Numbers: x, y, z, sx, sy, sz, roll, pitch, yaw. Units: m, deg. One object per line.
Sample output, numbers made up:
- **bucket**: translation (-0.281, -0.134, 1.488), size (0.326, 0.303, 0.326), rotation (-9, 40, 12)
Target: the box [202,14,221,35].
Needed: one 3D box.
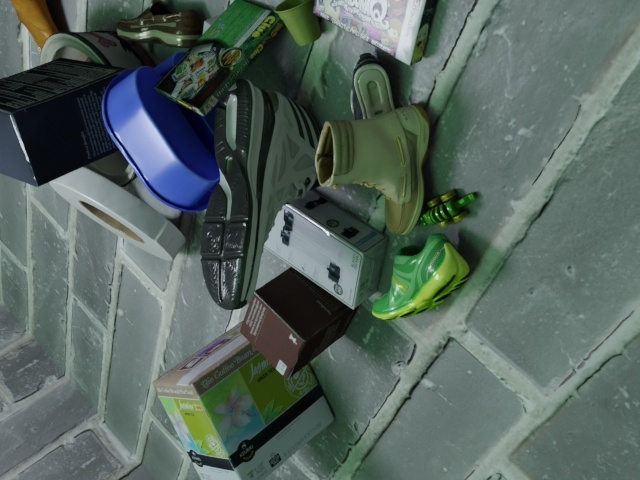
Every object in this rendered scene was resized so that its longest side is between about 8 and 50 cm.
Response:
- **box**: translation (-0.237, -0.347, 1.710), size (0.067, 0.063, 0.324), rotation (41, 139, 18)

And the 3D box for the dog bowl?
- **dog bowl**: translation (-0.538, -0.350, 1.965), size (0.407, 0.150, 0.408), rotation (27, 133, 33)

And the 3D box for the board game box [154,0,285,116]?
- **board game box**: translation (-0.196, -0.365, 1.510), size (0.136, 0.260, 0.030), rotation (29, 163, 33)

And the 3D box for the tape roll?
- **tape roll**: translation (-0.544, -0.075, 2.071), size (0.391, 0.072, 0.392), rotation (29, 166, 8)

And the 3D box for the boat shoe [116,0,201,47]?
- **boat shoe**: translation (-0.363, -0.496, 1.734), size (0.257, 0.095, 0.095), rotation (16, 113, 33)

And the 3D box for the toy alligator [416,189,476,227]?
- **toy alligator**: translation (0.214, -0.048, 1.445), size (0.189, 0.051, 0.056), rotation (-25, 96, 52)

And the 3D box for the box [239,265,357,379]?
- **box**: translation (-0.045, 0.170, 1.756), size (0.167, 0.203, 0.168), rotation (43, 140, 17)

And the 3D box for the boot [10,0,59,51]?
- **boot**: translation (-0.738, -0.597, 2.022), size (0.295, 0.104, 0.211), rotation (21, 143, 62)

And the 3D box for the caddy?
- **caddy**: translation (-0.306, -0.228, 1.630), size (0.179, 0.241, 0.341), rotation (-28, 97, 44)

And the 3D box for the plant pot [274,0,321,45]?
- **plant pot**: translation (-0.035, -0.413, 1.443), size (0.083, 0.083, 0.079), rotation (10, 134, 43)

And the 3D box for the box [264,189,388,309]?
- **box**: translation (0.000, 0.000, 1.682), size (0.290, 0.087, 0.169), rotation (32, 136, 27)

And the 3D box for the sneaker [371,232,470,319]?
- **sneaker**: translation (0.194, 0.075, 1.536), size (0.295, 0.109, 0.124), rotation (-46, 58, 53)

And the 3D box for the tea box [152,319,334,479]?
- **tea box**: translation (-0.196, 0.418, 1.992), size (0.220, 0.329, 0.324), rotation (-12, 107, 51)

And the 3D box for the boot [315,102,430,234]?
- **boot**: translation (0.089, -0.112, 1.400), size (0.095, 0.203, 0.262), rotation (51, 146, 46)

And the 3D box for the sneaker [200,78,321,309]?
- **sneaker**: translation (-0.084, -0.078, 1.536), size (0.169, 0.257, 0.448), rotation (0, 83, 51)

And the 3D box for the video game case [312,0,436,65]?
- **video game case**: translation (0.096, -0.441, 1.303), size (0.232, 0.041, 0.210), rotation (36, 136, 25)

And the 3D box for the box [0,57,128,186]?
- **box**: translation (-0.616, -0.277, 1.740), size (0.296, 0.294, 0.183), rotation (18, 128, 40)

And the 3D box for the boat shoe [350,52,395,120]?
- **boat shoe**: translation (0.100, -0.235, 1.436), size (0.079, 0.083, 0.233), rotation (-109, 7, -52)
